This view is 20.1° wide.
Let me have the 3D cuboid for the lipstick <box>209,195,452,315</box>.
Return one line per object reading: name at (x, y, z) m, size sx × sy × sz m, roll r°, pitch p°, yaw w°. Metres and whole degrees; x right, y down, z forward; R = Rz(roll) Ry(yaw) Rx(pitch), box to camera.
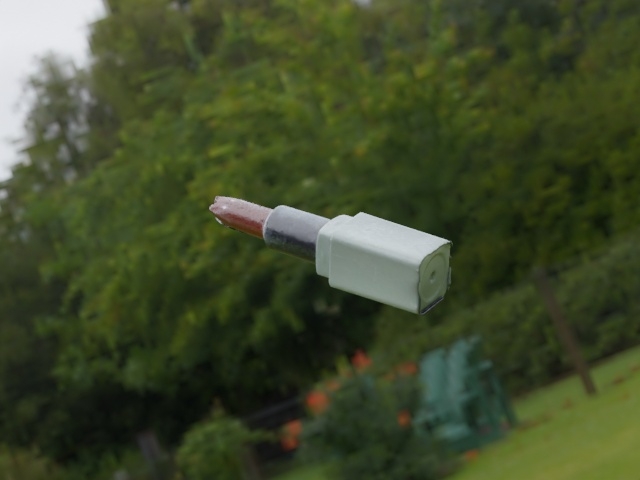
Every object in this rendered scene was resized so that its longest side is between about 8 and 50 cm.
lipstick at (0.000, 0.000, 0.716) m, size 0.107 × 0.025 × 0.025 m, roll 18°, pitch 31°, yaw 28°
